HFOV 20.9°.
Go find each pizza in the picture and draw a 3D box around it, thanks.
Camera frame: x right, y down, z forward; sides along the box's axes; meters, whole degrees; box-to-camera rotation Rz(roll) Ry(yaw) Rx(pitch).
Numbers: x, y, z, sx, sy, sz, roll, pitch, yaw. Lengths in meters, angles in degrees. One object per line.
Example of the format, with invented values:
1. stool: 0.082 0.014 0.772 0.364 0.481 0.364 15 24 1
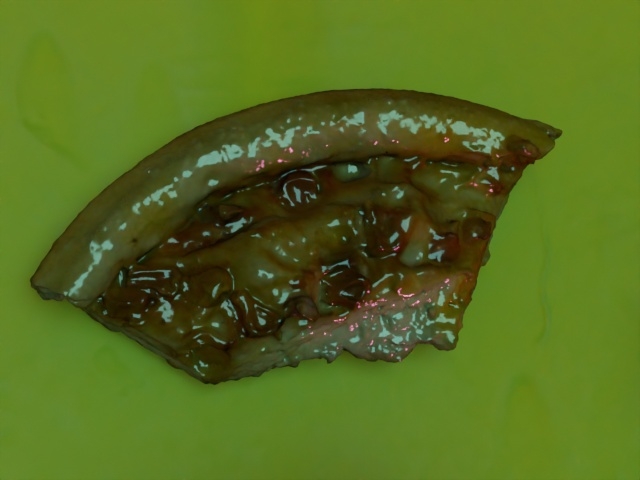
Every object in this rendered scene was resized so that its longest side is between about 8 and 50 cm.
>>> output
1. pizza: -0.005 -0.005 0.836 0.271 0.056 0.134 -6 73 -13
